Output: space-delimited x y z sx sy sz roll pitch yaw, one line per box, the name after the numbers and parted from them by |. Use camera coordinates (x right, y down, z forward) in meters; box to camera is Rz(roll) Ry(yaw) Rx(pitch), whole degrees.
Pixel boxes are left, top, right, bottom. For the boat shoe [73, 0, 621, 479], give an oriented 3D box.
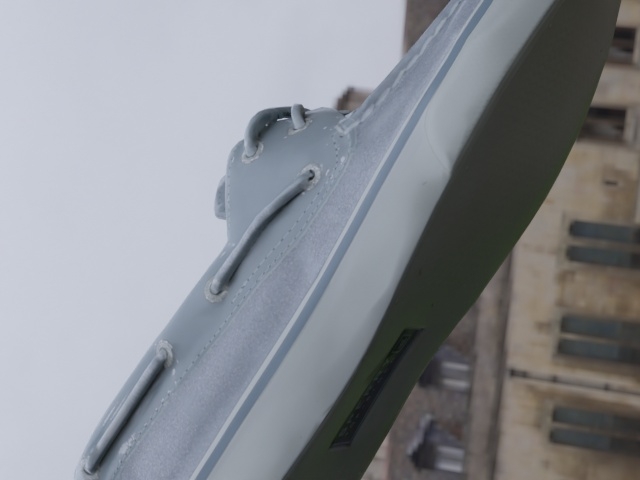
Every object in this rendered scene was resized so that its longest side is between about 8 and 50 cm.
0.000 0.001 0.393 0.227 0.081 0.079 -58 -24 7 | boat shoe
